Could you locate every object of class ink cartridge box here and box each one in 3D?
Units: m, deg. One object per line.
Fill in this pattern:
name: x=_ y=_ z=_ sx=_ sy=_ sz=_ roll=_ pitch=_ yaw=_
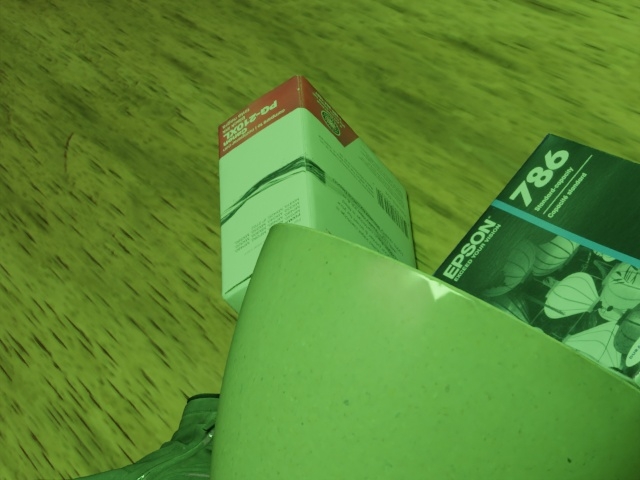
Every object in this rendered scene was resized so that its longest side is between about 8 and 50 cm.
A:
ink cartridge box: x=0.203 y=0.013 z=1.373 sx=0.165 sy=0.065 sz=0.332 roll=-50 pitch=32 yaw=-9
ink cartridge box: x=0.000 y=0.000 z=1.507 sx=0.100 sy=0.172 sz=0.237 roll=-31 pitch=34 yaw=20

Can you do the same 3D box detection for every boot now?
boot: x=-0.143 y=0.205 z=1.536 sx=0.246 sy=0.083 sz=0.161 roll=1 pitch=46 yaw=42

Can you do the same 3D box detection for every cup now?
cup: x=0.057 y=0.170 z=1.138 sx=0.331 sy=0.331 sz=0.237 roll=19 pitch=78 yaw=55
